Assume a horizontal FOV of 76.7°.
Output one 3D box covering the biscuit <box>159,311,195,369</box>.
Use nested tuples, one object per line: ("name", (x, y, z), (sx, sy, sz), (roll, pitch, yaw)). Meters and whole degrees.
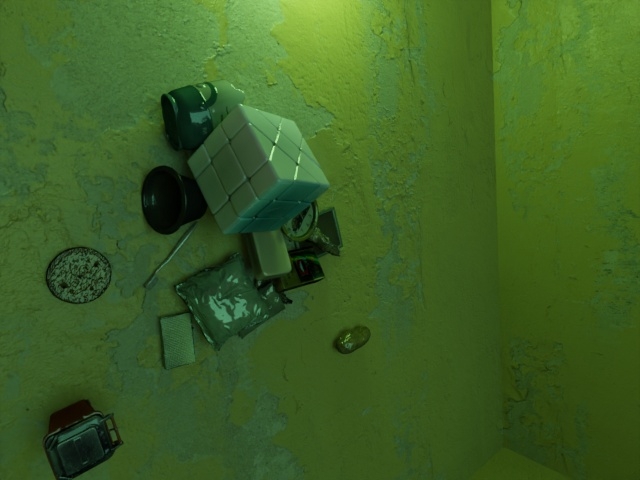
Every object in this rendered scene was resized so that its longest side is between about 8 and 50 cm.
("biscuit", (-0.539, 0.375, 1.526), (0.121, 0.040, 0.200), (-6, 96, -35))

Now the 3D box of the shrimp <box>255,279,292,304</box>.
("shrimp", (-0.190, 0.198, 1.786), (0.219, 0.046, 0.152), (37, 74, -34))

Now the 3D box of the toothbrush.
("toothbrush", (-0.546, 0.052, 1.505), (0.307, 0.025, 0.030), (-57, 132, -20))

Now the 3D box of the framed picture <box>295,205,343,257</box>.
("framed picture", (-0.014, -0.024, 1.925), (0.274, 0.017, 0.218), (-22, 106, -35))

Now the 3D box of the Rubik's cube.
("Rubik's cube", (-0.217, -0.238, 1.447), (0.321, 0.315, 0.319), (-5, 63, -59))

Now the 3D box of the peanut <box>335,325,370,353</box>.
("peanut", (0.171, 0.502, 2.060), (0.225, 0.095, 0.108), (-16, 100, -38))

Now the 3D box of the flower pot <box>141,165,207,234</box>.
("flower pot", (-0.497, -0.141, 1.429), (0.148, 0.235, 0.236), (-9, 100, -56))

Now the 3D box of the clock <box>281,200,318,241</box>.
("clock", (-0.101, -0.112, 1.712), (0.236, 0.056, 0.238), (-9, 102, -47))

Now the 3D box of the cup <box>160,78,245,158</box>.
("cup", (-0.420, -0.420, 1.468), (0.257, 0.219, 0.290), (-26, 141, -33))

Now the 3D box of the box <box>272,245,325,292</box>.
("box", (-0.106, 0.124, 1.767), (0.239, 0.071, 0.160), (-12, 72, -42))

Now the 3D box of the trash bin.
("trash bin", (-0.740, 0.595, 1.259), (0.184, 0.238, 0.162), (-20, 103, -33))

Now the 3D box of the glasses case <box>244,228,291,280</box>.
("glasses case", (-0.228, -0.012, 1.641), (0.143, 0.076, 0.337), (-5, 73, -37))

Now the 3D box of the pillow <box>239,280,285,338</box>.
("pillow", (-0.270, 0.290, 1.701), (0.229, 0.050, 0.148), (-33, 105, -13))

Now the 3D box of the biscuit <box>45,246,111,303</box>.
("biscuit", (-0.785, 0.114, 1.320), (0.187, 0.027, 0.188), (-5, 97, -39))

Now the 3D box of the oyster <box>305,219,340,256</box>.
("oyster", (-0.010, -0.008, 1.847), (0.107, 0.161, 0.233), (-45, 112, -8))

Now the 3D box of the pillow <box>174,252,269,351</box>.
("pillow", (-0.363, 0.235, 1.570), (0.283, 0.138, 0.310), (-32, 98, -25))
